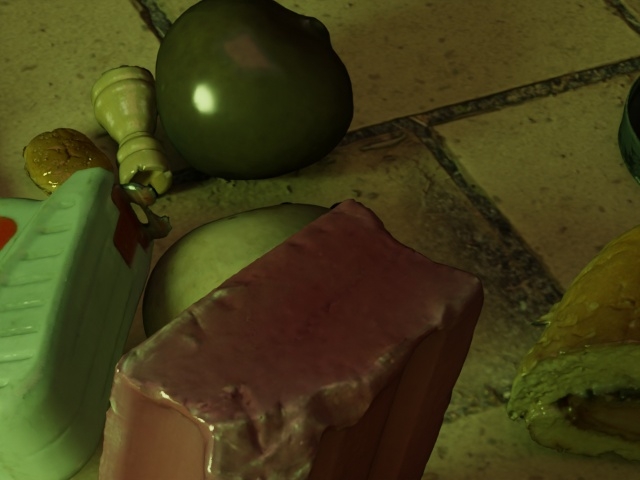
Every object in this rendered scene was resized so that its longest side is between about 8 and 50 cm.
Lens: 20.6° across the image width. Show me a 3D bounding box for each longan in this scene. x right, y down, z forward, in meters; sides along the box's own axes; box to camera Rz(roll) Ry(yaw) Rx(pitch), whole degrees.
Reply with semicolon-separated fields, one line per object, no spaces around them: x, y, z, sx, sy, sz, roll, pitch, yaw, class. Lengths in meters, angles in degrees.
-0.063;-0.137;1.617;0.189;0.189;0.189;7;44;-7;longan

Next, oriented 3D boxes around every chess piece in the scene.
-0.171;-0.098;1.626;0.066;0.066;0.122;-5;50;-18;chess piece

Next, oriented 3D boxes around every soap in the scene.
-0.035;0.172;1.171;0.128;0.360;0.233;36;49;21;soap

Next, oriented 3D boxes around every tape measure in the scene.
-0.250;0.078;1.349;0.246;0.125;0.243;-9;44;22;tape measure

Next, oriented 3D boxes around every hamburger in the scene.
-0.229;-0.067;1.595;0.076;0.044;0.083;-29;60;-34;hamburger
0.320;0.075;1.498;0.329;0.162;0.209;4;46;-3;hamburger

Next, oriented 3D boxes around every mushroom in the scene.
-0.037;0.071;1.424;0.204;0.204;0.204;7;44;-7;mushroom

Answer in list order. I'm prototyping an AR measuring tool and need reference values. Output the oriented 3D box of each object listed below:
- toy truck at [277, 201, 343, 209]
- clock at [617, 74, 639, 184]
0.000;0.000;1.573;0.083;0.054;0.049;0;45;-13;toy truck
0.411;-0.098;1.775;0.226;0.049;0.226;7;46;-7;clock
